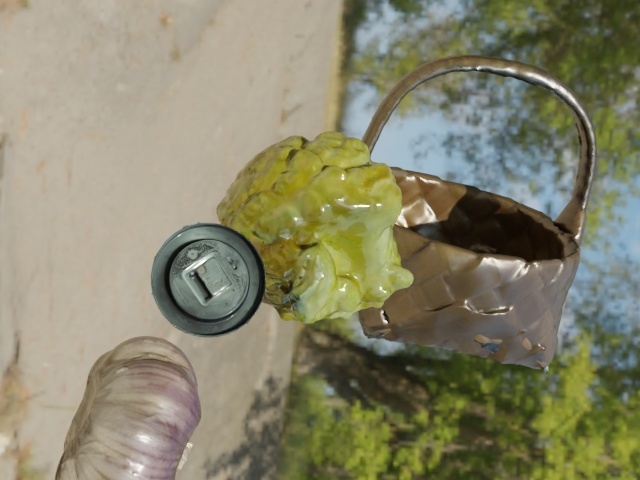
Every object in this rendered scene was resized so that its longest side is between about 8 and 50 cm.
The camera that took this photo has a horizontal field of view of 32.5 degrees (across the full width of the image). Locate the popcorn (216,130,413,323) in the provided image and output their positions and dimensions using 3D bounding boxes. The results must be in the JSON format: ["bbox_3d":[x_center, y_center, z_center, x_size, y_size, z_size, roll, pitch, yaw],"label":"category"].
[{"bbox_3d":[-0.001,-0.003,0.922,0.142,0.174,0.173,-160,-105,-72],"label":"popcorn"}]

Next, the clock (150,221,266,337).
[{"bbox_3d":[-0.082,0.029,0.796,0.017,0.085,0.085,147,-51,-73],"label":"clock"}]

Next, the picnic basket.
[{"bbox_3d":[0.166,-0.056,1.250,0.337,0.293,0.337,-168,-90,-81],"label":"picnic basket"}]

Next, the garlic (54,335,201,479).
[{"bbox_3d":[-0.153,0.157,0.912,0.147,0.102,0.159,-53,-159,37],"label":"garlic"}]
